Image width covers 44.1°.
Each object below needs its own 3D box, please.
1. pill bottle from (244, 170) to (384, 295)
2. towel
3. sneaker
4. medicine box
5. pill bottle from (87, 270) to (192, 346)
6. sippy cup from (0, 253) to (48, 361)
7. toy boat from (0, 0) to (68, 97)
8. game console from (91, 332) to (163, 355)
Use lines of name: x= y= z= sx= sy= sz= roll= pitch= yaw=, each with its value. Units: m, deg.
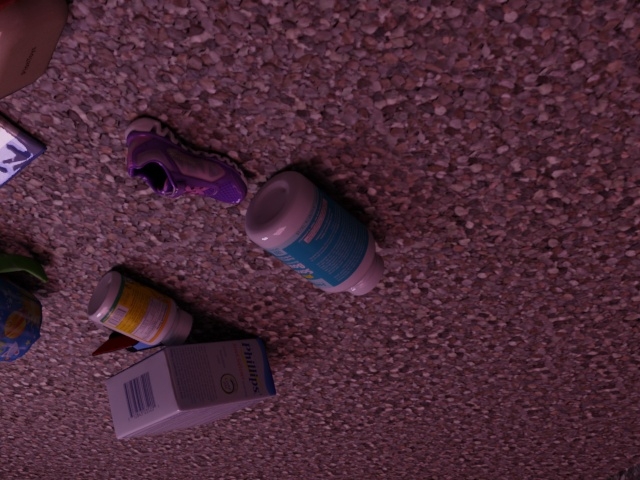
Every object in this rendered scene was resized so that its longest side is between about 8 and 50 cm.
pill bottle: x=0.000 y=0.000 z=1.429 sx=0.146 sy=0.146 sz=0.264 roll=-25 pitch=133 yaw=35
towel: x=-0.651 y=-0.189 z=1.359 sx=0.209 sy=0.034 sz=0.285 roll=-31 pitch=132 yaw=26
sneaker: x=-0.235 y=-0.110 z=1.355 sx=0.236 sy=0.104 sz=0.095 roll=27 pitch=138 yaw=-26
medicine box: x=-0.303 y=0.345 z=1.847 sx=0.289 sy=0.149 sz=0.264 roll=1 pitch=156 yaw=-47
pill bottle: x=-0.391 y=0.159 z=1.729 sx=0.208 sy=0.117 sz=0.118 roll=30 pitch=138 yaw=-28
sippy cup: x=-0.734 y=0.160 z=1.703 sx=0.306 sy=0.239 sz=0.224 roll=-6 pitch=159 yaw=25
toy boat: x=-0.475 y=-0.304 z=1.131 sx=0.151 sy=0.151 sz=0.231 roll=47 pitch=135 yaw=-1
game console: x=-0.450 y=0.257 z=1.897 sx=0.144 sy=0.085 sz=0.124 roll=-15 pitch=138 yaw=28
